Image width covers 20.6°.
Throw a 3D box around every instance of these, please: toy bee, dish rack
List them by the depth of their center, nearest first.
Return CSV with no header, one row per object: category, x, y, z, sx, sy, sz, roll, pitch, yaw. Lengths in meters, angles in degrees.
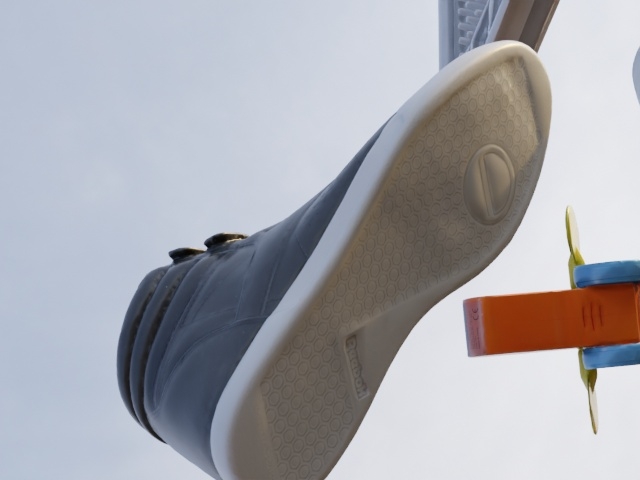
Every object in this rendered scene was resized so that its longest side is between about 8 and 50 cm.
dish rack,0.177,-0.262,1.579,0.333,0.072,0.286,-87,12,-49
toy bee,0.268,0.081,1.597,0.162,0.298,0.195,132,154,-81

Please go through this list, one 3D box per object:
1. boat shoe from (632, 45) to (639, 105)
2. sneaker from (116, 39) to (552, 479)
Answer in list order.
boat shoe,0.241,-0.025,1.034,0.077,0.070,0.219,-26,-57,10
sneaker,0.000,0.000,0.925,0.296,0.147,0.104,-53,-54,-23
